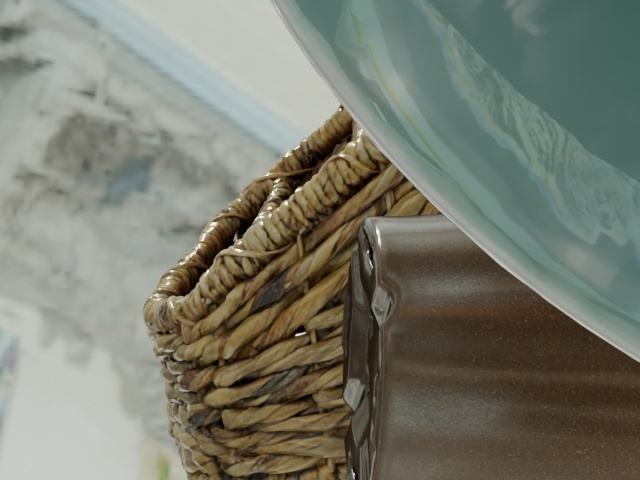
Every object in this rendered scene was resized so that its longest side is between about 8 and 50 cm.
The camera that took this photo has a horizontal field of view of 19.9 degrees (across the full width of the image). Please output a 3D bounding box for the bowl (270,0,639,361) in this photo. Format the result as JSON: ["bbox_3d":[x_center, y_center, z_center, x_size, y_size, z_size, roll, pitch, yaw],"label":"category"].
[{"bbox_3d":[0.135,-0.112,0.339,0.312,0.163,0.311,25,-38,21],"label":"bowl"}]

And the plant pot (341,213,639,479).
[{"bbox_3d":[0.097,0.053,0.771,0.165,0.167,0.167,2,-31,-6],"label":"plant pot"}]

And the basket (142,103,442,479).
[{"bbox_3d":[0.000,0.000,1.071,0.214,0.223,0.299,-7,12,6],"label":"basket"}]
